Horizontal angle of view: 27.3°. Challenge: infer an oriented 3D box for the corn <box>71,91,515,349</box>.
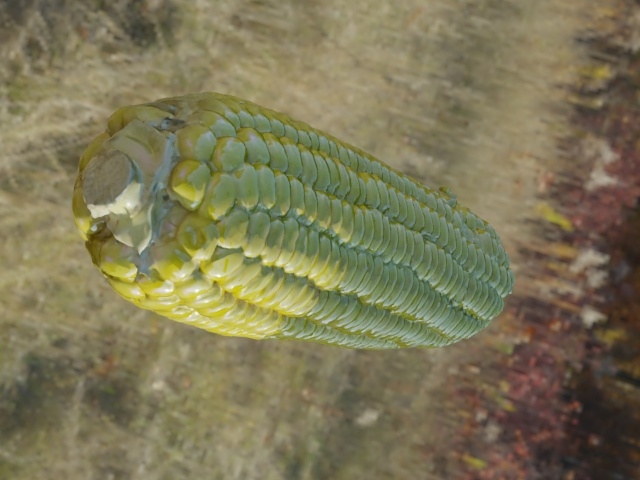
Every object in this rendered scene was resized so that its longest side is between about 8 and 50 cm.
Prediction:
[{"bbox_3d":[0.000,0.000,0.418,0.206,0.067,0.067,14,94,-56],"label":"corn"}]
